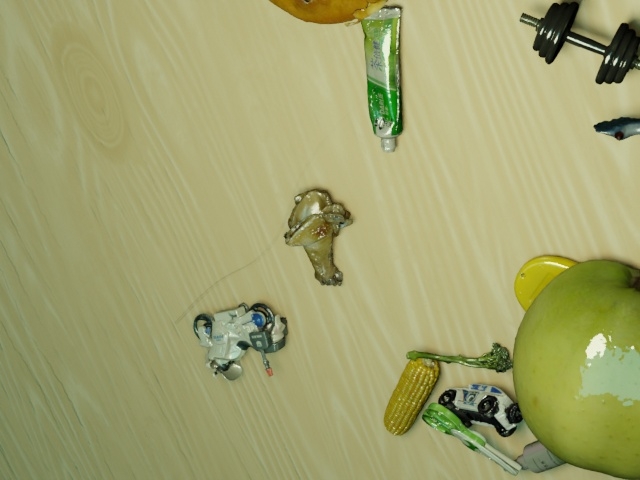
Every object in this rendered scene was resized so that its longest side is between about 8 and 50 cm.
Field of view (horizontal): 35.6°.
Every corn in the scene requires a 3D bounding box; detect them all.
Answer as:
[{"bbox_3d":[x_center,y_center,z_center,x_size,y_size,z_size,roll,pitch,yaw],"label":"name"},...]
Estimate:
[{"bbox_3d":[0.175,0.294,1.913,0.068,0.068,0.207,29,126,13],"label":"corn"}]

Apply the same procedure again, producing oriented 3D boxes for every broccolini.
[{"bbox_3d":[0.255,0.221,1.828,0.194,0.054,0.052,-2,155,11],"label":"broccolini"}]

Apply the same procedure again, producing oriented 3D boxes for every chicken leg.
[{"bbox_3d":[-0.008,-0.002,1.857,0.125,0.080,0.196,14,121,7],"label":"chicken leg"}]

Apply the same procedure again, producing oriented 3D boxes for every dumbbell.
[{"bbox_3d":[0.393,-0.293,1.477,0.208,0.099,0.099,26,124,13],"label":"dumbbell"}]

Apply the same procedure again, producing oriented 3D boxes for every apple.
[{"bbox_3d":[0.504,0.207,1.642,0.311,0.320,0.360,36,134,51],"label":"apple"}]

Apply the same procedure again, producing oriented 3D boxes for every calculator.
[{"bbox_3d":[0.441,0.114,1.699,0.235,0.032,0.146,33,126,8],"label":"calculator"}]

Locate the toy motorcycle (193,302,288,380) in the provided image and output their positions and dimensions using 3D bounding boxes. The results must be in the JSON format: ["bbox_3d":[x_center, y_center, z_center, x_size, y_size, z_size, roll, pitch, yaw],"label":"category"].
[{"bbox_3d":[-0.162,0.208,2.033,0.221,0.102,0.150,-14,95,33],"label":"toy motorcycle"}]

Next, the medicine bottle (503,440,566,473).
[{"bbox_3d":[0.418,0.393,1.837,0.199,0.057,0.058,-32,97,36],"label":"medicine bottle"}]

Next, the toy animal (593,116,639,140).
[{"bbox_3d":[0.543,-0.185,1.455,0.255,0.176,0.239,-17,122,-7],"label":"toy animal"}]

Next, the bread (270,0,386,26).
[{"bbox_3d":[0.013,-0.518,1.508,0.358,0.204,0.337,42,129,8],"label":"bread"}]

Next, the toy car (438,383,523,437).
[{"bbox_3d":[0.301,0.307,1.834,0.170,0.070,0.080,-1,138,52],"label":"toy car"}]

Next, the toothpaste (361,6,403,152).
[{"bbox_3d":[0.107,-0.268,1.679,0.078,0.047,0.248,5,115,24],"label":"toothpaste"}]

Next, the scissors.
[{"bbox_3d":[0.283,0.371,1.855,0.204,0.027,0.101,32,159,9],"label":"scissors"}]
